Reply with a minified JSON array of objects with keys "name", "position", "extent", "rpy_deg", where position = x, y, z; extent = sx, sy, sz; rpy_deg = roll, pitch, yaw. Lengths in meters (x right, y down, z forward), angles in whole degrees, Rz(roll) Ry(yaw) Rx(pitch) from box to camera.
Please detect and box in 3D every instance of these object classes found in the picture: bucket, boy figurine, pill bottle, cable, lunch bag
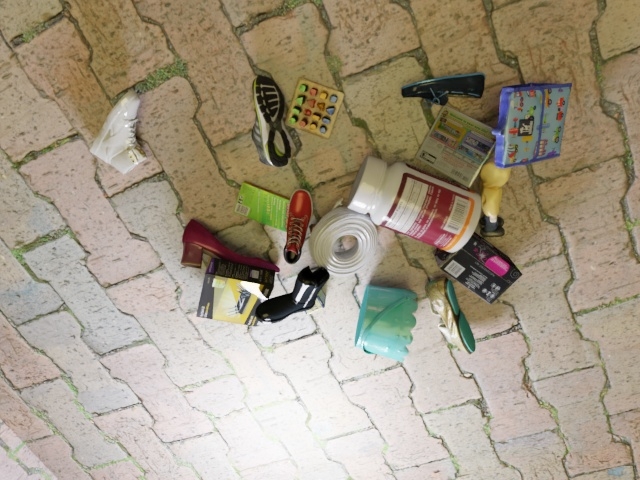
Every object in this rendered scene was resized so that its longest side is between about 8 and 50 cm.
[{"name":"bucket","position":[0.239,0.301,1.563],"extent":[0.183,0.281,0.281],"rpy_deg":[11,113,3]},{"name":"boy figurine","position":[0.572,-0.149,1.386],"extent":[0.092,0.177,0.285],"rpy_deg":[2,134,18]},{"name":"pill bottle","position":[0.303,-0.126,1.394],"extent":[0.392,0.224,0.224],"rpy_deg":[21,113,-4]},{"name":"cable","position":[0.088,0.007,1.504],"extent":[0.257,0.089,0.257],"rpy_deg":[-44,121,5]},{"name":"lunch bag","position":[0.596,-0.346,1.245],"extent":[0.293,0.138,0.220],"rpy_deg":[-19,117,-34]}]

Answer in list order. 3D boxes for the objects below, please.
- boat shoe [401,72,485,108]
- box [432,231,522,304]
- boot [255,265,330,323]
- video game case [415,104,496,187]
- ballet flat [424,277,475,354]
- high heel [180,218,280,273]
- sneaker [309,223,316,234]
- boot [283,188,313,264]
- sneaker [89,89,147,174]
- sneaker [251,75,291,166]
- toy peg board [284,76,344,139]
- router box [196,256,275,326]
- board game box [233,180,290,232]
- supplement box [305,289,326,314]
[{"name":"boat shoe","position":[0.385,-0.464,1.308],"extent":[0.258,0.109,0.089],"rpy_deg":[-5,107,9]},{"name":"box","position":[0.556,0.081,1.506],"extent":[0.247,0.142,0.163],"rpy_deg":[34,112,-8]},{"name":"boot","position":[-0.099,0.183,1.466],"extent":[0.247,0.094,0.207],"rpy_deg":[-11,143,-29]},{"name":"video game case","position":[0.446,-0.307,1.365],"extent":[0.212,0.023,0.193],"rpy_deg":[36,114,21]},{"name":"ballet flat","position":[0.498,0.295,1.627],"extent":[0.123,0.123,0.348],"rpy_deg":[-22,110,13]},{"name":"high heel","position":[-0.329,0.030,1.589],"extent":[0.377,0.127,0.181],"rpy_deg":[12,71,-20]},{"name":"sneaker","position":[0.000,0.000,1.567],"extent":[0.061,0.065,0.157],"rpy_deg":[-29,122,-18]},{"name":"boot","position":[-0.080,-0.047,1.450],"extent":[0.089,0.176,0.244],"rpy_deg":[8,113,0]},{"name":"sneaker","position":[-0.652,-0.360,1.442],"extent":[0.169,0.108,0.292],"rpy_deg":[39,120,-13]},{"name":"sneaker","position":[-0.186,-0.387,1.384],"extent":[0.121,0.111,0.299],"rpy_deg":[1,99,49]},{"name":"toy peg board","position":[-0.023,-0.427,1.372],"extent":[0.161,0.079,0.161],"rpy_deg":[19,113,-4]},{"name":"router box","position":[-0.324,0.202,1.573],"extent":[0.243,0.081,0.308],"rpy_deg":[12,138,-13]},{"name":"board game box","position":[-0.178,-0.115,1.538],"extent":[0.260,0.039,0.124],"rpy_deg":[22,113,-3]},{"name":"supplement box","position":[-0.028,0.236,1.647],"extent":[0.083,0.083,0.056],"rpy_deg":[-26,108,14]}]
